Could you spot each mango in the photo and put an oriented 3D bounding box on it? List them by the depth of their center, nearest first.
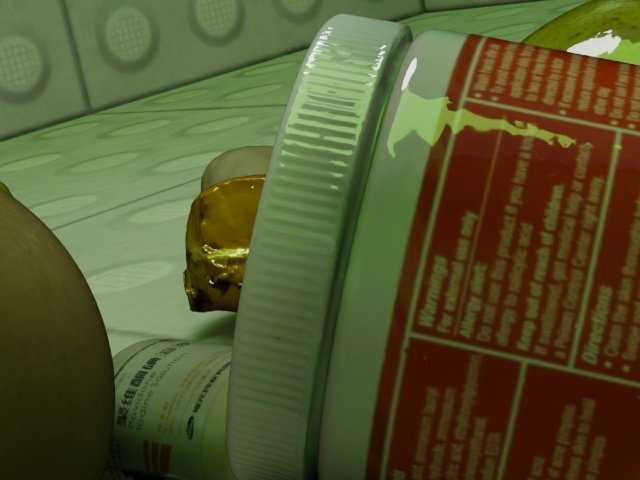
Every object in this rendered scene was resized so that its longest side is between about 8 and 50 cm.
[{"bbox_3d":[0.000,0.000,1.458,0.252,0.126,0.154,-4,-8,-6],"label":"mango"}]

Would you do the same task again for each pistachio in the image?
[{"bbox_3d":[-0.052,-0.030,1.654,0.152,0.126,0.223,-50,28,-10],"label":"pistachio"}]

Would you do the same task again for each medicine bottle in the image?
[{"bbox_3d":[0.098,0.027,0.818,0.241,0.252,0.252,13,17,7],"label":"medicine bottle"},{"bbox_3d":[-0.091,0.120,1.038,0.114,0.114,0.252,-22,16,-38],"label":"medicine bottle"}]

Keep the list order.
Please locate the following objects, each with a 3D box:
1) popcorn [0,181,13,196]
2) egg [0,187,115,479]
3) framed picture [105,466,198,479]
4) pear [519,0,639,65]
[{"bbox_3d":[-0.408,0.005,1.534,0.237,0.251,0.206,-14,15,-27],"label":"popcorn"},{"bbox_3d":[-0.264,0.094,0.891,0.301,0.301,0.374,-7,7,21],"label":"egg"},{"bbox_3d":[-0.004,0.140,0.813,0.199,0.010,0.195,15,-10,-13],"label":"framed picture"},{"bbox_3d":[0.213,-0.033,1.077,0.294,0.294,0.294,-12,13,3],"label":"pear"}]
